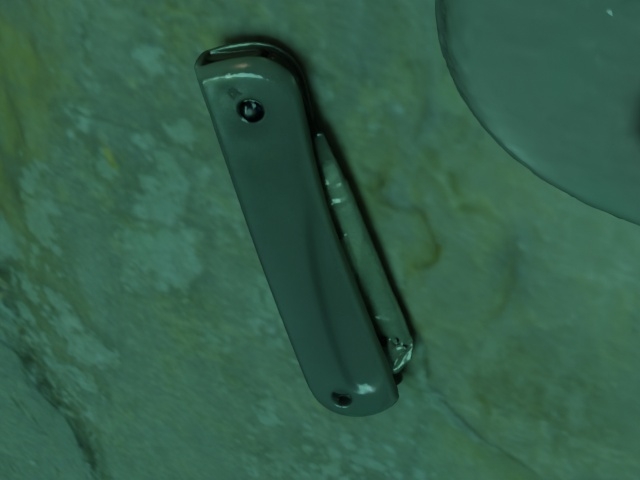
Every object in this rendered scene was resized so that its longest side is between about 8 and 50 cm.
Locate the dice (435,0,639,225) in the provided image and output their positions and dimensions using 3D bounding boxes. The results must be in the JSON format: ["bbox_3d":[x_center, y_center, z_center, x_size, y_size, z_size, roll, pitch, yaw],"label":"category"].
[{"bbox_3d":[0.158,-0.121,0.509,0.194,0.193,0.192,19,137,16],"label":"dice"}]

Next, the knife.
[{"bbox_3d":[-0.003,0.000,0.866,0.073,0.040,0.265,-4,128,23],"label":"knife"}]
